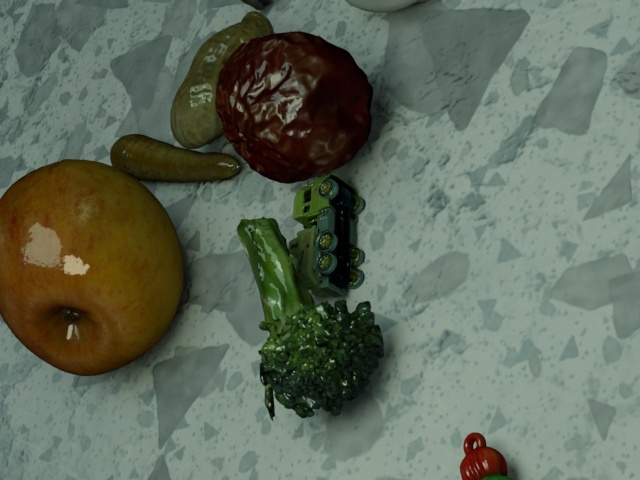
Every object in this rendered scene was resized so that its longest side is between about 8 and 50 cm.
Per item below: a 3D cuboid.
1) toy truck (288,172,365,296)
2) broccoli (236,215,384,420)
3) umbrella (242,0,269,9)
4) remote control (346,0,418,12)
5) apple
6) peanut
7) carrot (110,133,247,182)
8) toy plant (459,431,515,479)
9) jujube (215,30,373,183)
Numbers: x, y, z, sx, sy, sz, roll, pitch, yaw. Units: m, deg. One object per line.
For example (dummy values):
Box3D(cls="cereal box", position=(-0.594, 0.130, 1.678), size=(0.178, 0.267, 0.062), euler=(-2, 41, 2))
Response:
Box3D(cls="toy truck", position=(0.000, 0.000, 1.906), size=(0.100, 0.077, 0.169), euler=(-18, 59, 34))
Box3D(cls="broccoli", position=(-0.025, 0.109, 1.810), size=(0.177, 0.199, 0.275), euler=(-23, 47, -8))
Box3D(cls="umbrella", position=(-0.024, -0.519, 2.212), size=(0.073, 0.067, 0.337), euler=(42, 98, 33))
Box3D(cls="remote control", position=(0.146, -0.476, 2.010), size=(0.332, 0.103, 0.221), euler=(-45, 55, 13))
Box3D(cls="apple", position=(-0.350, 0.046, 2.035), size=(0.299, 0.299, 0.275), euler=(-32, 40, 25))
Box3D(cls="peanut", position=(-0.150, -0.245, 2.109), size=(0.197, 0.110, 0.233), euler=(122, 172, -75))
Box3D(cls="carrot", position=(-0.218, -0.122, 2.174), size=(0.298, 0.078, 0.078), euler=(8, 73, 40))
Box3D(cls="toy plant", position=(0.199, 0.338, 1.544), size=(0.240, 0.088, 0.155), euler=(45, 114, 52))
Box3D(cls="jujube", position=(-0.043, -0.190, 1.940), size=(0.232, 0.213, 0.213), euler=(6, 72, 58))
